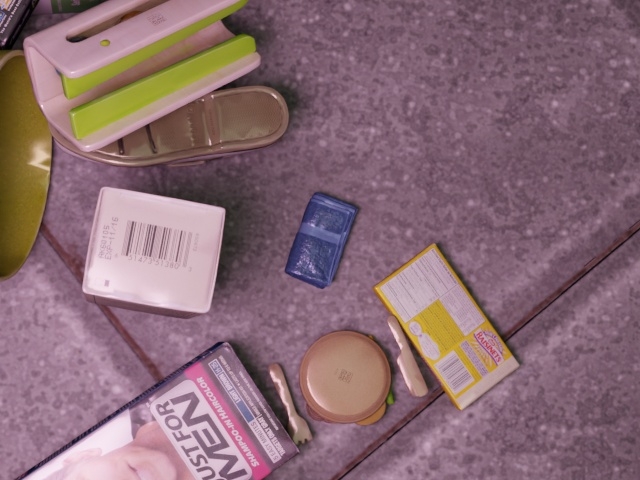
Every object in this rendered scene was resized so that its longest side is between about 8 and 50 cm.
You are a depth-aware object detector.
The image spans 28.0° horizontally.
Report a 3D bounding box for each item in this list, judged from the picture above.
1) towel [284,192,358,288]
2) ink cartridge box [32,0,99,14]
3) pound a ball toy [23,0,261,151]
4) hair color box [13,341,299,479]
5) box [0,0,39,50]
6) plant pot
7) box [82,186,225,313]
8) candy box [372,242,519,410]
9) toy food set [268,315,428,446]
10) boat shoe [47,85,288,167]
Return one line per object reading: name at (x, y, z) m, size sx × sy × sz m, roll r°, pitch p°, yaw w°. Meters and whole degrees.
towel at (0.000, 0.000, 1.716) m, size 0.067 × 0.029 × 0.120 m, roll 21°, pitch 82°, yaw -7°
ink cartridge box at (-0.427, -0.393, 1.625) m, size 0.278 × 0.117 × 0.202 m, roll -5°, pitch 86°, yaw -10°
pound a ball toy at (-0.197, -0.278, 1.540) m, size 0.319 × 0.208 × 0.135 m, roll -32°, pitch 53°, yaw -26°
hair color box at (-0.218, 0.292, 1.615) m, size 0.347 × 0.105 × 0.174 m, roll -34°, pitch 92°, yaw -10°
box at (-0.408, -0.391, 1.537) m, size 0.216 × 0.060 × 0.270 m, roll 29°, pitch 81°, yaw -7°
plant pot at (-0.506, -0.104, 1.534) m, size 0.293 × 0.275 × 0.275 m, roll 7°, pitch 84°, yaw 6°
box at (-0.204, 0.023, 1.534) m, size 0.147 × 0.311 × 0.121 m, roll 10°, pitch 84°, yaw -10°
candy box at (0.170, 0.117, 1.738) m, size 0.105 × 0.027 × 0.206 m, roll -35°, pitch 93°, yaw -13°
toy food set at (0.033, 0.186, 1.708) m, size 0.192 × 0.038 × 0.132 m, roll -20°, pitch 82°, yaw -6°
boat shoe at (-0.196, -0.141, 1.653) m, size 0.302 × 0.103 × 0.113 m, roll 0°, pitch 81°, yaw -9°
